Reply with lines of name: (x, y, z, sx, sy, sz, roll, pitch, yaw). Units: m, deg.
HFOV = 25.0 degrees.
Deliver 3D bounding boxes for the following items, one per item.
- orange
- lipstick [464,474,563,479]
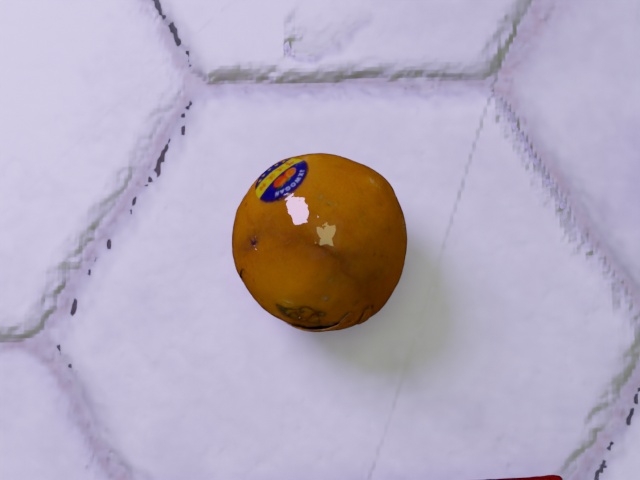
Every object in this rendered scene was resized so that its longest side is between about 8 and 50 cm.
orange: (0.000, 0.001, 0.657, 0.083, 0.083, 0.083, 0, 79, 2)
lipstick: (-0.026, 0.144, 0.635, 0.280, 0.073, 0.073, -4, 79, 1)
